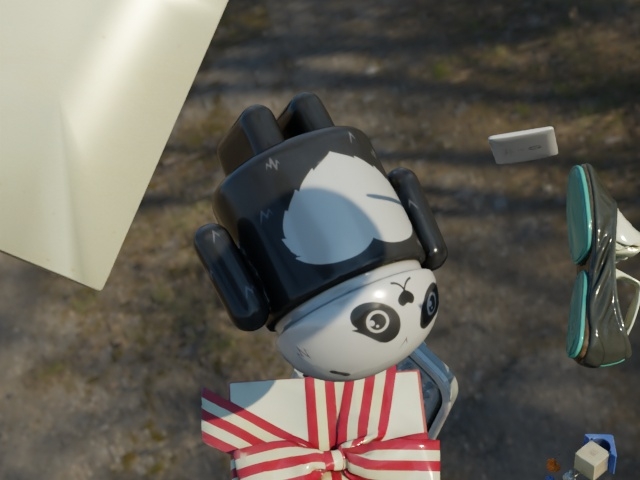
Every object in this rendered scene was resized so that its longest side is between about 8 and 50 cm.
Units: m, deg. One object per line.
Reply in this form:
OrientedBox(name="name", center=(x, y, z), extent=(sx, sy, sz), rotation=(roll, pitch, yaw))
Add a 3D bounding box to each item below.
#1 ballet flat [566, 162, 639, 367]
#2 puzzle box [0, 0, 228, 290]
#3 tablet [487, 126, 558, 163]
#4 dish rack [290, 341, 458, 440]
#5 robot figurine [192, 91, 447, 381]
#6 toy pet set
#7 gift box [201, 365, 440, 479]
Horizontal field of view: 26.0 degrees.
OrientedBox(name="ballet flat", center=(0.377, 0.036, 1.847), extent=(0.096, 0.280, 0.095), rotation=(6, -16, -9))
OrientedBox(name="puzzle box", center=(-0.247, -0.175, 0.713), extent=(0.272, 0.409, 0.052), rotation=(-67, 10, -7))
OrientedBox(name="tablet", center=(0.171, -0.079, 1.167), extent=(0.054, 0.006, 0.083), rotation=(-9, -12, 11))
OrientedBox(name="dish rack", center=(0.091, 0.243, 2.256), extent=(0.072, 0.332, 0.285), rotation=(-27, 60, -37))
OrientedBox(name="robot figurine", center=(0.002, -0.001, 1.334), extent=(0.209, 0.278, 0.173), rotation=(-27, -12, 7))
OrientedBox(name="toy pet set", center=(0.416, 0.349, 2.129), extent=(0.065, 0.114, 0.122), rotation=(-32, 47, -30))
OrientedBox(name="gift box", center=(-0.001, 0.278, 1.604), extent=(0.255, 0.258, 0.276), rotation=(-7, 60, -5))
